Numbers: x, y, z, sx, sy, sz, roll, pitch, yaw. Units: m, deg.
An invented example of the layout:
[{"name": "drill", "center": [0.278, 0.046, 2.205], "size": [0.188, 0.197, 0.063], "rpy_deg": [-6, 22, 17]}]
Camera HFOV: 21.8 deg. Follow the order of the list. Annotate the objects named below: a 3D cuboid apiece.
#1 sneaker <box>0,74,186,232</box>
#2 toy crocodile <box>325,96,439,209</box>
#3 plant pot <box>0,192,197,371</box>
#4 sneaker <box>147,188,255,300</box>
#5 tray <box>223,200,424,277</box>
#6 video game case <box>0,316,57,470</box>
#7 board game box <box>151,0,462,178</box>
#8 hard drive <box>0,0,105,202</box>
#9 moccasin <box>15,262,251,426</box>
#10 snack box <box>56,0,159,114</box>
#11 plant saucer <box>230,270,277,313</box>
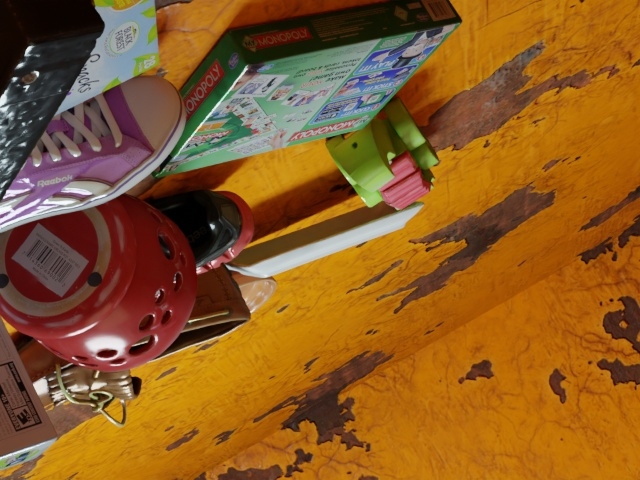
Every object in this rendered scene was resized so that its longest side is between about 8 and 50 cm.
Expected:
[{"name": "sneaker", "center": [-0.255, -0.087, 1.506], "size": [0.282, 0.102, 0.161], "rpy_deg": [-28, 162, -8]}, {"name": "toy crocodile", "center": [0.090, -0.094, 2.123], "size": [0.115, 0.105, 0.340], "rpy_deg": [-31, 166, 6]}, {"name": "plant pot", "center": [-0.244, 0.030, 1.744], "size": [0.191, 0.191, 0.174], "rpy_deg": [-31, 159, 5]}, {"name": "sneaker", "center": [-0.210, 0.024, 1.955], "size": [0.276, 0.098, 0.135], "rpy_deg": [-33, 165, 3]}, {"name": "tray", "center": [0.000, 0.000, 2.257], "size": [0.270, 0.030, 0.145], "rpy_deg": [-20, -170, -21]}, {"name": "video game case", "center": [-0.405, 0.107, 1.514], "size": [0.244, 0.270, 0.061], "rpy_deg": [-15, 161, -43]}, {"name": "board game box", "center": [-0.020, -0.168, 1.786], "size": [0.317, 0.046, 0.213], "rpy_deg": [-17, 161, -42]}, {"name": "hard drive", "center": [-0.268, -0.128, 1.070], "size": [0.064, 0.237, 0.339], "rpy_deg": [-17, 160, -39]}, {"name": "moccasin", "center": [-0.271, 0.157, 2.173], "size": [0.380, 0.147, 0.139], "rpy_deg": [-27, 165, -11]}, {"name": "snack box", "center": [-0.237, -0.161, 1.349], "size": [0.207, 0.070, 0.174], "rpy_deg": [-29, 165, -12]}, {"name": "plant saucer", "center": [-0.158, 0.096, 2.407], "size": [0.200, 0.037, 0.200], "rpy_deg": [-27, 165, -8]}]
